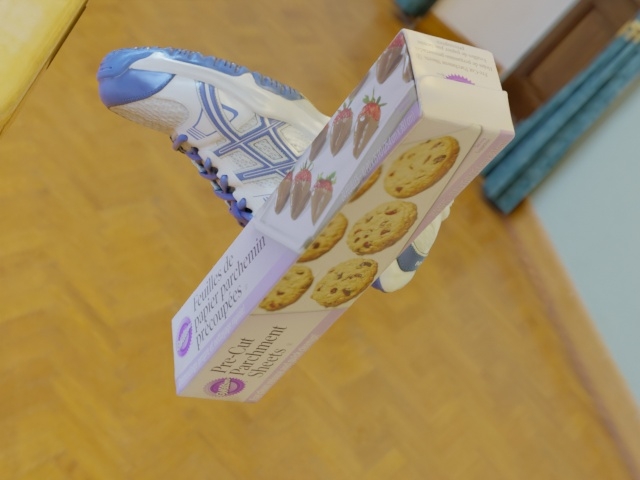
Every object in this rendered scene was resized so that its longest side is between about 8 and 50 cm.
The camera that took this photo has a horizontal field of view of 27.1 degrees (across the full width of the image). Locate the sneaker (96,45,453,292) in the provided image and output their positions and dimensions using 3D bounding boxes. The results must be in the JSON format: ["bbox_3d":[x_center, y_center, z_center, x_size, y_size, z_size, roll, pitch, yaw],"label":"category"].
[{"bbox_3d":[-0.043,-0.052,1.031,0.296,0.131,0.112,21,-3,-4],"label":"sneaker"}]

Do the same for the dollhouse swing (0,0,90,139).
[{"bbox_3d":[-0.170,-0.197,0.451,0.347,0.305,0.315,31,-6,-10],"label":"dollhouse swing"}]

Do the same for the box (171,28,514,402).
[{"bbox_3d":[0.000,0.000,0.818,0.067,0.324,0.063,11,52,-28],"label":"box"}]
